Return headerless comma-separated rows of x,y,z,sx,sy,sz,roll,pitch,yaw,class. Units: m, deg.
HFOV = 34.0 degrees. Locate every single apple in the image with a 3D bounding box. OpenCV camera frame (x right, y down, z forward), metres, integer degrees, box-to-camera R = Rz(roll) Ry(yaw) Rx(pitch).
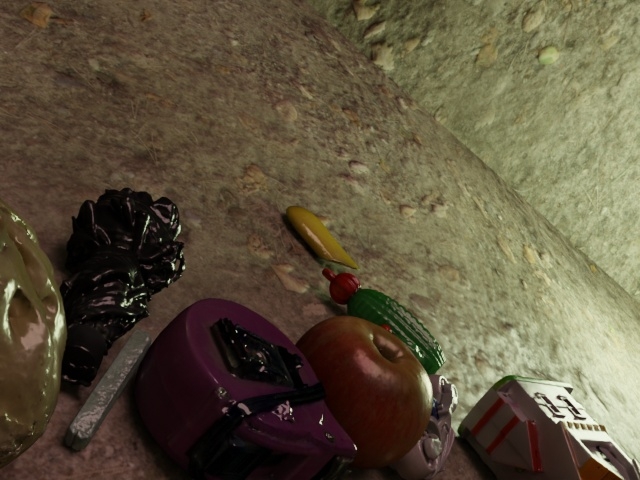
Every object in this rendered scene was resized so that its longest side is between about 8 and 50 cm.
0.051,0.205,1.411,0.209,0.164,0.209,33,19,-13,apple

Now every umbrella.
-0.260,0.035,1.266,0.154,0.128,0.336,44,25,-7,umbrella

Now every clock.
0.397,0.379,1.667,0.235,0.166,0.309,15,27,-48,clock

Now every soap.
0.000,0.000,1.870,0.168,0.033,0.089,51,26,21,soap

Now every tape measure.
-0.090,0.182,1.237,0.245,0.149,0.231,17,34,-46,tape measure

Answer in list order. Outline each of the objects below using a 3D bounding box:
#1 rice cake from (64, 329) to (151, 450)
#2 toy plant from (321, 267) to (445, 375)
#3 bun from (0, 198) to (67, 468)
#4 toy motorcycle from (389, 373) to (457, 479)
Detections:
-0.230,0.161,1.145,0.029,0.033,0.170,25,40,0,rice cake
0.107,0.139,1.732,0.240,0.088,0.155,44,8,35,toy plant
-0.371,0.041,0.941,0.362,0.234,0.326,46,16,-7,bun
0.158,0.285,1.553,0.112,0.112,0.254,42,23,0,toy motorcycle
